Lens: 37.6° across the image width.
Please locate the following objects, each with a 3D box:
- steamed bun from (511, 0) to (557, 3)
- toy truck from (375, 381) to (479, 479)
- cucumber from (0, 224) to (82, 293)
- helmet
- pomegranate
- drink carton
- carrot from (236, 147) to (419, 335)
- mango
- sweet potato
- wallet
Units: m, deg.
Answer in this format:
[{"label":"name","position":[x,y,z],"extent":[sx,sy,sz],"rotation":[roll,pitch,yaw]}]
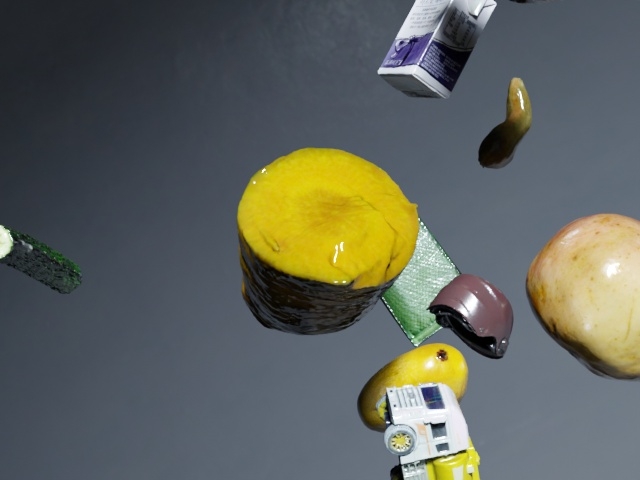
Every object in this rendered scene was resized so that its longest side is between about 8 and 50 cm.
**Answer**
[{"label":"steamed bun","position":[0.333,-0.523,1.434],"extent":[0.199,0.301,0.251],"rotation":[-26,15,2]},{"label":"toy truck","position":[0.144,0.289,1.180],"extent":[0.114,0.227,0.098],"rotation":[-12,18,1]},{"label":"cucumber","position":[-0.405,0.026,1.317],"extent":[0.058,0.058,0.187],"rotation":[-29,-24,6]},{"label":"helmet","position":[0.187,0.085,1.121],"extent":[0.098,0.123,0.070],"rotation":[27,80,39]},{"label":"pomegranate","position":[0.563,0.089,1.744],"extent":[0.338,0.338,0.338],"rotation":[-29,8,4]},{"label":"drink carton","position":[0.226,-0.395,1.835],"extent":[0.222,0.102,0.134],"rotation":[-63,27,-5]},{"label":"carrot","position":[0.000,0.000,1.321],"extent":[0.241,0.241,0.341],"rotation":[-32,-13,-18]},{"label":"mango","position":[0.154,0.268,1.607],"extent":[0.157,0.109,0.262],"rotation":[5,-41,-28]},{"label":"sweet potato","position":[0.389,-0.233,1.929],"extent":[0.062,0.081,0.233],"rotation":[-8,46,49]},{"label":"wallet","position":[0.181,0.069,1.843],"extent":[0.160,0.236,0.055],"rotation":[-36,-7,3]}]
